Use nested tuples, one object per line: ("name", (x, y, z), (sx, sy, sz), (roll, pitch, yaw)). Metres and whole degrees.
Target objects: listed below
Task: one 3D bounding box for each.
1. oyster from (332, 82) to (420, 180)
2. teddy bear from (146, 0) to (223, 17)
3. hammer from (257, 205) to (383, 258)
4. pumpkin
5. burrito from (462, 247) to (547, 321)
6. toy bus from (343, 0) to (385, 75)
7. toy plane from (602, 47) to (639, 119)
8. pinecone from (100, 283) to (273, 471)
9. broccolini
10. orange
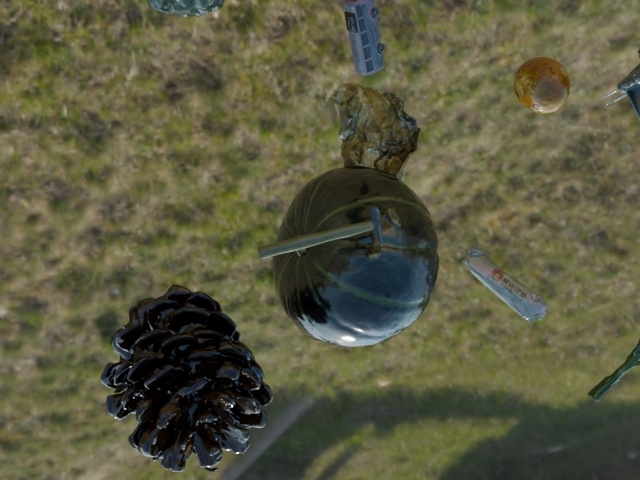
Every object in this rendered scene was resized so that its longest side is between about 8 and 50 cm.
("oyster", (0.111, -0.177, 1.872), (0.115, 0.351, 0.238), (-9, 152, -21))
("teddy bear", (-0.115, -0.446, 1.202), (0.224, 0.357, 0.367), (21, 138, 11))
("hammer", (0.000, 0.000, 1.449), (0.199, 0.062, 0.013), (-14, -175, 5))
("pumpkin", (0.057, 0.029, 1.643), (0.241, 0.323, 0.323), (4, 147, -36))
("burrito", (0.381, 0.093, 1.929), (0.064, 0.203, 0.064), (-46, 165, -16))
("toy bus", (0.070, -0.333, 1.503), (0.052, 0.037, 0.131), (-31, 126, -27))
("toy plane", (0.538, -0.277, 1.327), (0.267, 0.088, 0.212), (-34, -178, -11))
("pinecone", (-0.230, 0.250, 1.570), (0.242, 0.296, 0.298), (-13, 129, -33))
("broccolini", (0.375, 0.145, 1.135), (0.035, 0.030, 0.140), (30, 113, -30))
("orange", (0.317, -0.221, 1.329), (0.070, 0.083, 0.083), (-12, 154, -24))
